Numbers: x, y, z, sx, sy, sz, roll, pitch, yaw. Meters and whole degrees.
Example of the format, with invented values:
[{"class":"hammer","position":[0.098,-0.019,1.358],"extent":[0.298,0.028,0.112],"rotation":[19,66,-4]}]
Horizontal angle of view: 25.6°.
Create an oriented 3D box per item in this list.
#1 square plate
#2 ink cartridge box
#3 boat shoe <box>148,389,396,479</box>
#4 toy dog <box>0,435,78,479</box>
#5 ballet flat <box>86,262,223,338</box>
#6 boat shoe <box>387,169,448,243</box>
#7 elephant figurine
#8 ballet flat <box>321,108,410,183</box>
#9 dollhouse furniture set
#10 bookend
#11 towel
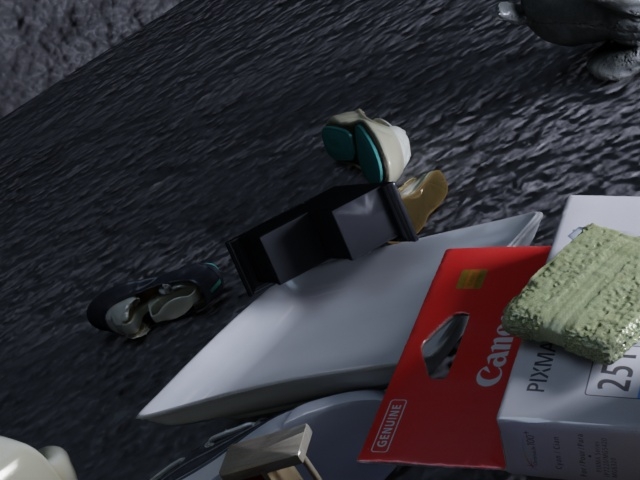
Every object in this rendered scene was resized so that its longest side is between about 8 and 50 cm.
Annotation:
[{"class":"square plate","position":[0.032,0.087,1.447],"extent":[0.347,0.049,0.344],"rotation":[-15,16,31]},{"class":"ink cartridge box","position":[0.187,0.071,1.162],"extent":[0.261,0.066,0.296],"rotation":[1,37,22]},{"class":"boat shoe","position":[-0.053,0.212,1.325],"extent":[0.301,0.108,0.102],"rotation":[-32,23,12]},{"class":"toy dog","position":[-0.461,0.327,1.360],"extent":[0.408,0.285,0.395],"rotation":[-20,26,27]},{"class":"ballet flat","position":[-0.218,0.083,1.787],"extent":[0.203,0.074,0.074],"rotation":[-19,27,20]},{"class":"boat shoe","position":[0.101,-0.036,1.677],"extent":[0.045,0.050,0.135],"rotation":[-9,22,46]},{"class":"elephant figurine","position":[0.374,-0.284,1.723],"extent":[0.186,0.169,0.239],"rotation":[-58,41,8]},{"class":"ballet flat","position":[0.073,-0.128,1.849],"extent":[0.086,0.086,0.248],"rotation":[-34,24,-6]},{"class":"dollhouse furniture set","position":[-0.034,0.265,1.095],"extent":[0.129,0.184,0.129],"rotation":[-19,27,24]},{"class":"bookend","position":[0.000,0.000,1.570],"extent":[0.156,0.072,0.157],"rotation":[-28,11,-23]},{"class":"towel","position":[0.222,0.040,1.109],"extent":[0.110,0.027,0.148],"rotation":[18,44,36]}]
